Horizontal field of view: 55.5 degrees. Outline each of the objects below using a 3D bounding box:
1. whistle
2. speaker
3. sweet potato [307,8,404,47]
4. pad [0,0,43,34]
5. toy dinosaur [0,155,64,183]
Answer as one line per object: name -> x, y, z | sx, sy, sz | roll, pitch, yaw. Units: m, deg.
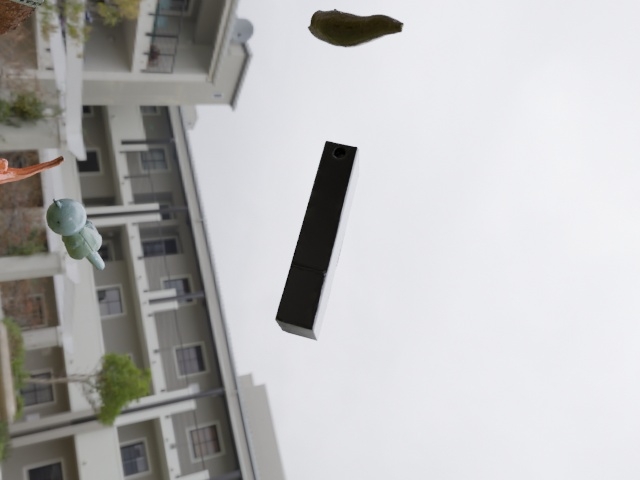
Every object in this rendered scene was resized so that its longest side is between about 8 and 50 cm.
whistle -> -0.230, -0.005, 0.579 | 0.100, 0.035, 0.035 | 80, -15, -51
speaker -> 0.000, 0.000, 0.703 | 0.082, 0.044, 0.218 | 78, 26, -72
sweet potato -> 0.060, -0.429, 1.237 | 0.244, 0.077, 0.077 | 24, -62, 42
pad -> -0.254, -0.179, 0.322 | 0.250, 0.323, 0.055 | -23, -80, 31
toy dinosaur -> -0.437, -0.077, 0.695 | 0.101, 0.280, 0.055 | 8, -82, 45
